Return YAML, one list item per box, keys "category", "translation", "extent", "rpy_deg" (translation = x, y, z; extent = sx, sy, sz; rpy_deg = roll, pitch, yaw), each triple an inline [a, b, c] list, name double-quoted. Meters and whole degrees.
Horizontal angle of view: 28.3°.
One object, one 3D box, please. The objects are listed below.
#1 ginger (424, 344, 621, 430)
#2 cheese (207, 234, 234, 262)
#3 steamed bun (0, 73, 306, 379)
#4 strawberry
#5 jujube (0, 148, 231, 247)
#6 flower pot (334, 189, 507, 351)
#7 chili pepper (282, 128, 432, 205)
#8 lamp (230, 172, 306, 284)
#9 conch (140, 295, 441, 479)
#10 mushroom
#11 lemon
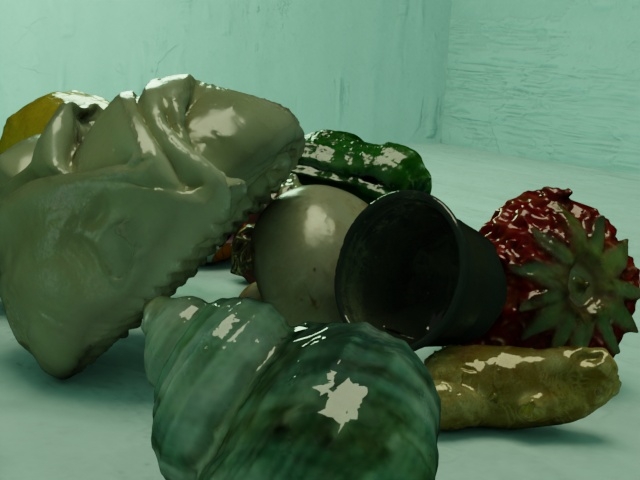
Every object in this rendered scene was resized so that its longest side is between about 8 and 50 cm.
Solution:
- category: "ginger"
  translation: [0.164, 0.132, 1.158]
  extent: [0.205, 0.081, 0.115]
  rpy_deg: [-3, -8, -1]
- category: "cheese"
  translation: [-0.224, -0.011, 1.898]
  extent: [0.285, 0.074, 0.189]
  rpy_deg: [2, 8, 14]
- category: "steamed bun"
  translation: [-0.201, -0.045, 1.262]
  extent: [0.219, 0.324, 0.310]
  rpy_deg: [44, 32, -1]
- category: "strawberry"
  translation: [0.204, 0.055, 1.346]
  extent: [0.205, 0.205, 0.244]
  rpy_deg: [-2, -3, -29]
- category: "jujube"
  translation: [-0.269, -0.031, 1.580]
  extent: [0.342, 0.216, 0.216]
  rpy_deg: [-5, 13, -34]
- category: "flower pot"
  translation: [0.105, 0.039, 1.220]
  extent: [0.157, 0.157, 0.107]
  rpy_deg: [13, -3, 44]
- category: "chili pepper"
  translation: [-0.003, -0.077, 1.926]
  extent: [0.384, 0.213, 0.167]
  rpy_deg: [7, 43, 30]
- category: "lamp"
  translation: [-0.045, 0.014, 1.657]
  extent: [0.215, 0.151, 0.223]
  rpy_deg: [13, -31, 22]
- category: "conch"
  translation: [-0.026, 0.129, 0.881]
  extent: [0.277, 0.195, 0.220]
  rpy_deg: [44, 38, 23]
- category: "mushroom"
  translation: [-0.005, 0.045, 1.346]
  extent: [0.209, 0.206, 0.206]
  rpy_deg: [-18, 6, 11]
- category: "lemon"
  translation: [-0.415, -0.136, 2.135]
  extent: [0.288, 0.234, 0.233]
  rpy_deg: [20, 16, 24]
